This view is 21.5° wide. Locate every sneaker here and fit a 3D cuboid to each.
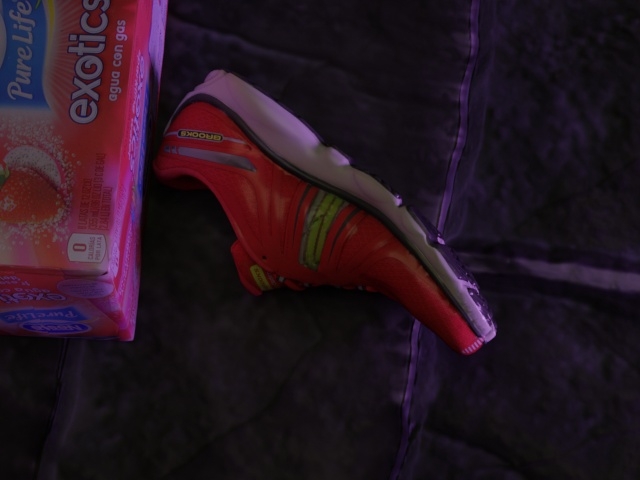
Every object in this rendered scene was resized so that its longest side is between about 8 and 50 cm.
[{"bbox_3d":[0.000,0.000,1.175,0.279,0.107,0.118,39,92,17],"label":"sneaker"}]

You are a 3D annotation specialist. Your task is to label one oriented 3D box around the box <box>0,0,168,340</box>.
[{"bbox_3d":[-0.190,-0.095,1.168,0.142,0.154,0.300,3,70,2],"label":"box"}]
